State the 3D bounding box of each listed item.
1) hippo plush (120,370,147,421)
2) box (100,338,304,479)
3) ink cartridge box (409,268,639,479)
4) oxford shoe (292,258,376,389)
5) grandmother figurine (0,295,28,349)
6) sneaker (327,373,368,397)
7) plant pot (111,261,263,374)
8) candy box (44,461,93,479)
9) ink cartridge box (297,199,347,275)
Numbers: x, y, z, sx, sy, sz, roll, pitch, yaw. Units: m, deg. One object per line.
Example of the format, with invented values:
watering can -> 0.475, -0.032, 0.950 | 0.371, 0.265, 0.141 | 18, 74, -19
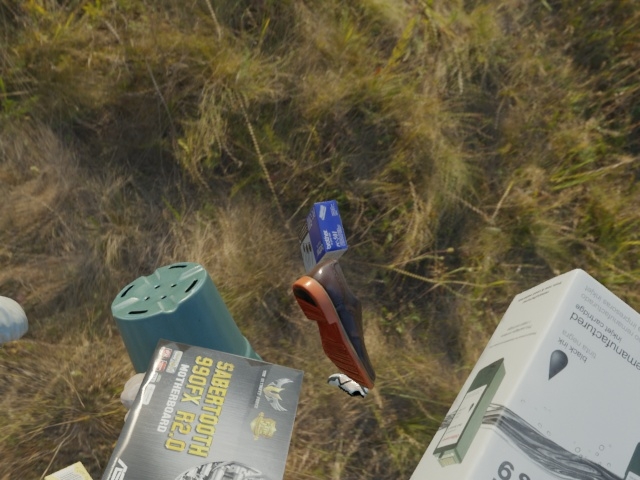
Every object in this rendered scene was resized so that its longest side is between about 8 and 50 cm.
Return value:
hippo plush -> -0.334, 0.415, 1.408 | 0.234, 0.236, 0.294 | 43, 20, 20
box -> -0.127, 0.231, 0.737 | 0.183, 0.056, 0.231 | 13, 43, 0
ink cartridge box -> 0.224, 0.208, 0.601 | 0.211, 0.121, 0.289 | 37, 66, -1
oxford shoe -> 0.052, 0.156, 1.192 | 0.098, 0.097, 0.271 | -42, 123, -27
grandmother figurine -> -0.565, 0.187, 0.901 | 0.342, 0.104, 0.208 | -35, 46, -23
sneaker -> 0.066, 0.351, 1.603 | 0.109, 0.040, 0.043 | 4, 52, 22
plant pot -> -0.354, 0.260, 1.716 | 0.341, 0.341, 0.334 | -31, 119, -23
candy box -> -0.466, 0.633, 1.379 | 0.087, 0.316, 0.183 | -18, 122, -36
ink cartridge box -> 0.000, 0.000, 1.302 | 0.046, 0.207, 0.097 | -10, 77, -14
